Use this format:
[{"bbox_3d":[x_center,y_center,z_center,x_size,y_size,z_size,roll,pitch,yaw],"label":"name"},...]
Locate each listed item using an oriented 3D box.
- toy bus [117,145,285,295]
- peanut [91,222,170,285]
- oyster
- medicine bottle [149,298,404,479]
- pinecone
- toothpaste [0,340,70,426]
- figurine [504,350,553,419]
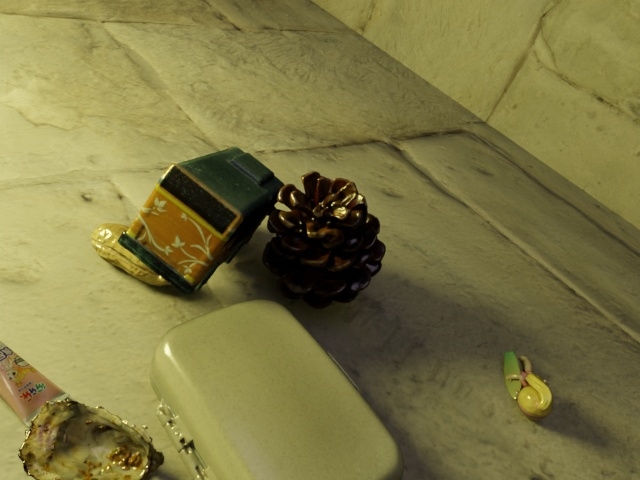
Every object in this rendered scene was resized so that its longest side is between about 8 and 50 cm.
[{"bbox_3d":[-0.197,-0.054,0.966,0.162,0.194,0.323,38,19,-1],"label":"toy bus"},{"bbox_3d":[-0.336,0.026,0.955,0.174,0.080,0.080,31,37,4],"label":"peanut"},{"bbox_3d":[-0.293,0.270,0.682,0.177,0.056,0.105,10,45,-17],"label":"oyster"},{"bbox_3d":[-0.068,0.255,0.766,0.282,0.123,0.375,-15,50,-42],"label":"medicine bottle"},{"bbox_3d":[0.000,0.000,1.016,0.244,0.309,0.244,-5,46,5],"label":"pinecone"},{"bbox_3d":[-0.448,0.177,0.731,0.194,0.043,0.067,36,34,8],"label":"toothpaste"},{"bbox_3d":[0.417,0.282,1.047,0.083,0.083,0.187,22,26,-2],"label":"figurine"}]
